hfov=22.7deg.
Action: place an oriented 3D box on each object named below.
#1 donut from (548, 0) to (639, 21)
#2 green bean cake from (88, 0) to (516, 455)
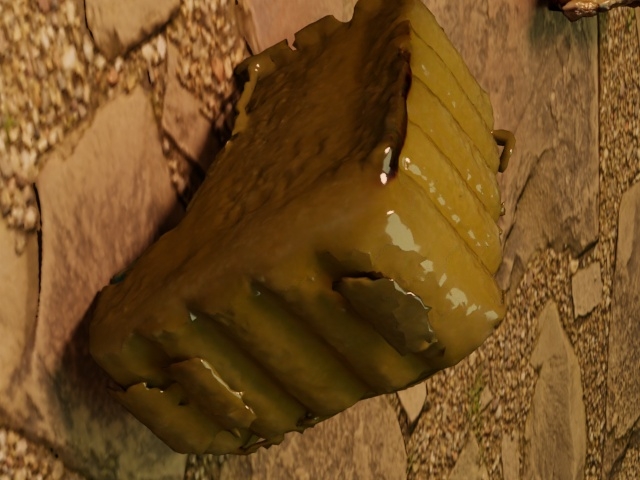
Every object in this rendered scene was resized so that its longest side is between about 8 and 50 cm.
[{"bbox_3d":[0.296,-0.287,1.636,0.186,0.144,0.126,-3,99,-27],"label":"donut"},{"bbox_3d":[0.000,0.000,1.142,0.202,0.285,0.310,47,34,-29],"label":"green bean cake"}]
